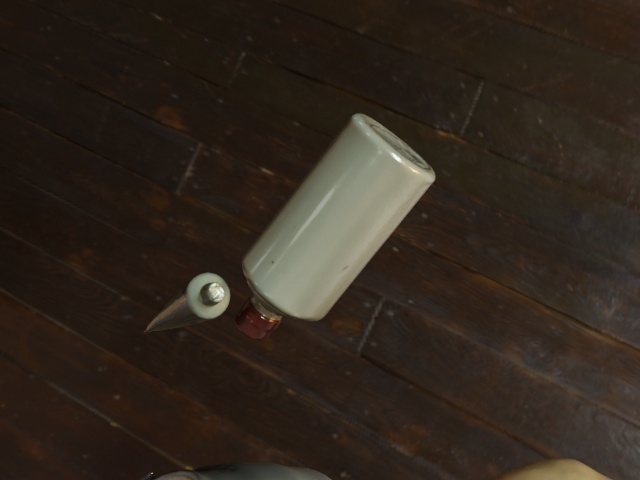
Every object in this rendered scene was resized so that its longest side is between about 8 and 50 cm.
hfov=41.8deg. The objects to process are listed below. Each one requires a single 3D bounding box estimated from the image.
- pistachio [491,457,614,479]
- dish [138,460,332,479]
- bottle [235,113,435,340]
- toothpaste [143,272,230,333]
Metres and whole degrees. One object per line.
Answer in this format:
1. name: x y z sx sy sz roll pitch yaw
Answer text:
1. pistachio: 0.140 0.284 0.556 0.214 0.318 0.193 -33 98 40
2. dish: -0.106 0.224 0.532 0.260 0.260 0.085 -36 109 11
3. bottle: 0.000 0.000 0.823 0.104 0.104 0.245 44 106 18
4. toothpaste: -0.129 0.063 0.817 0.064 0.218 0.041 -40 96 -24
